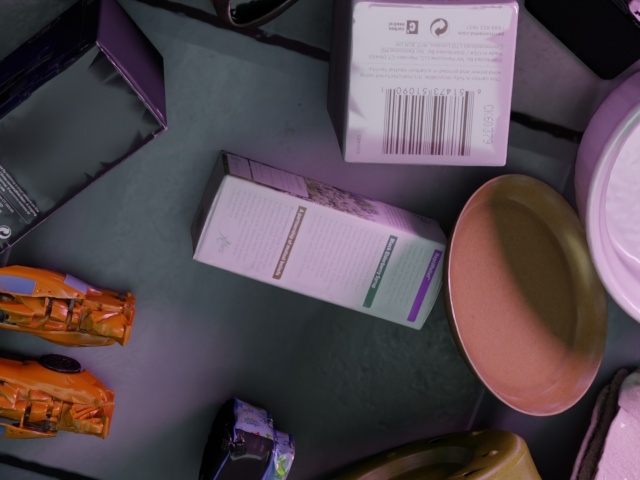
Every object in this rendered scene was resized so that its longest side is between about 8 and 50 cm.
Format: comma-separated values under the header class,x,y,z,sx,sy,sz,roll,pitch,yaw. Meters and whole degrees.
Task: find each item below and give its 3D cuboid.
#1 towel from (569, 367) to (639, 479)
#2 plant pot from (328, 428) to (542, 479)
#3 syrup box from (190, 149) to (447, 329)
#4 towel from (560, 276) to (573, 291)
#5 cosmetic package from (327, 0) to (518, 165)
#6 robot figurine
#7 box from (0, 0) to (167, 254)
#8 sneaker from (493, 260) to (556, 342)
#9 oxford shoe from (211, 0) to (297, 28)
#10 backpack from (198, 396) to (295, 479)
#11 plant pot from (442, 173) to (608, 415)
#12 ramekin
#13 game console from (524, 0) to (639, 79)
class,x,y,z,sx,sy,sz,roll,pitch,yaw
towel,0.323,0.268,1.845,0.049,0.282,0.187,-27,112,37
plant pot,0.141,0.389,1.842,0.366,0.366,0.353,-19,98,1
syrup box,0.000,0.000,1.807,0.237,0.093,0.096,18,106,-12
towel,0.210,0.046,1.887,0.083,0.009,0.060,39,102,-15
cosmetic package,0.090,-0.165,1.712,0.151,0.184,0.151,1,109,-6
robot figurine,-0.336,0.097,1.812,0.291,0.085,0.211,10,106,-9
box,-0.237,-0.116,1.656,0.184,0.261,0.103,-34,108,6
sneaker,0.196,0.086,1.870,0.089,0.051,0.170,4,124,3
oxford shoe,0.007,-0.294,1.705,0.097,0.098,0.271,38,101,-16
backpack,-0.075,0.220,1.863,0.084,0.114,0.105,21,108,-12
plant pot,0.194,0.054,1.807,0.032,0.236,0.236,-14,117,45
ramekin,0.379,-0.050,1.805,0.277,0.135,0.277,-2,109,-5
game console,0.279,-0.236,1.798,0.122,0.071,0.107,40,71,-17
